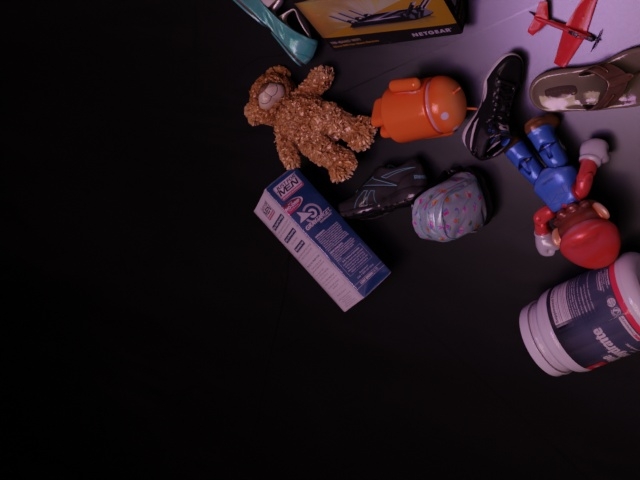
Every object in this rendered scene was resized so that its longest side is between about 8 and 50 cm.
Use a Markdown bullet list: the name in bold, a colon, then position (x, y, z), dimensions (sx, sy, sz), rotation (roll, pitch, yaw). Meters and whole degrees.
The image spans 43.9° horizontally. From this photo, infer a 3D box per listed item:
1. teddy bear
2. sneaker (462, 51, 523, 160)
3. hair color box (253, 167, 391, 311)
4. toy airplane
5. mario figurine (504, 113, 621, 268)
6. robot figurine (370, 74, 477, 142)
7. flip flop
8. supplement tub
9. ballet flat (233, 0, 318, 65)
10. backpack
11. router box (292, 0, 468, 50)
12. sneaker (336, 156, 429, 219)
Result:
- **teddy bear**: position (-0.032, -0.278, 1.840), dimensions (0.245, 0.113, 0.338), rotation (-43, 81, 28)
- **sneaker**: position (0.367, -0.259, 1.597), dimensions (0.079, 0.121, 0.216), rotation (11, 118, -18)
- **hair color box**: position (0.000, 0.000, 1.936), dimensions (0.347, 0.105, 0.174), rotation (48, 158, 3)
- **toy airplane**: position (0.469, -0.414, 1.535), dimensions (0.151, 0.028, 0.151), rotation (14, 121, 26)
- **mario figurine**: position (0.504, -0.090, 1.611), dimensions (0.198, 0.170, 0.320), rotation (107, 140, -70)
- **robot figurine**: position (0.215, -0.281, 1.693), dimensions (0.219, 0.128, 0.158), rotation (-8, 109, 34)
- **flip flop**: position (0.531, -0.297, 1.520), dimensions (0.277, 0.080, 0.112), rotation (-3, 110, 33)
- **supplement tub**: position (0.573, 0.158, 1.643), dimensions (0.272, 0.191, 0.191), rotation (-34, 92, 38)
- **ballet flat**: position (-0.097, -0.510, 1.821), dimensions (0.247, 0.083, 0.087), rotation (45, 104, 6)
- **backpack**: position (0.282, -0.070, 1.711), dimensions (0.115, 0.182, 0.152), rotation (-2, 110, 58)
- **router box**: position (0.109, -0.498, 1.596), dimensions (0.309, 0.243, 0.081), rotation (0, 67, 32)
- **sneaker**: position (0.145, -0.114, 1.858), dimensions (0.267, 0.101, 0.106), rotation (-16, 77, 41)
